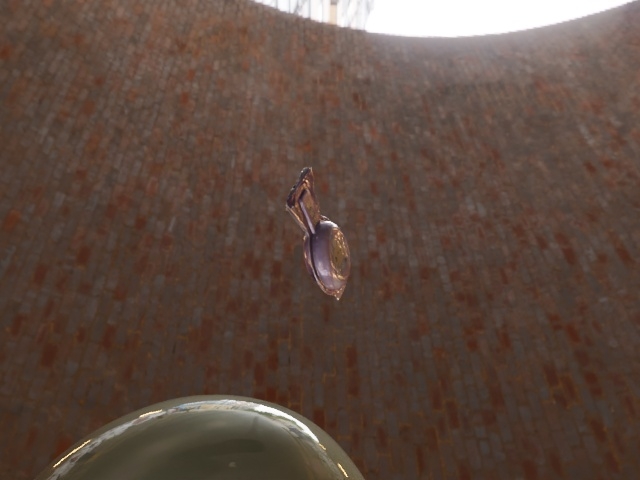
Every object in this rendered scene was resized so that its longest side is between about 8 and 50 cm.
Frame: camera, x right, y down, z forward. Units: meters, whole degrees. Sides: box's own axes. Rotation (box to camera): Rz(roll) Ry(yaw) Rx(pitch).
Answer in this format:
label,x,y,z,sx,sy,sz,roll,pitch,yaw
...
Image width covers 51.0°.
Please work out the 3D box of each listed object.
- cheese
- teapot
label,x,y,z,sx,sy,sz,roll,pitch,yaw
cheese,0.000,0.000,0.937,0.042,0.191,0.105,-9,-146,26
teapot,-0.104,0.221,0.344,0.318,0.220,0.149,-39,-172,-9
